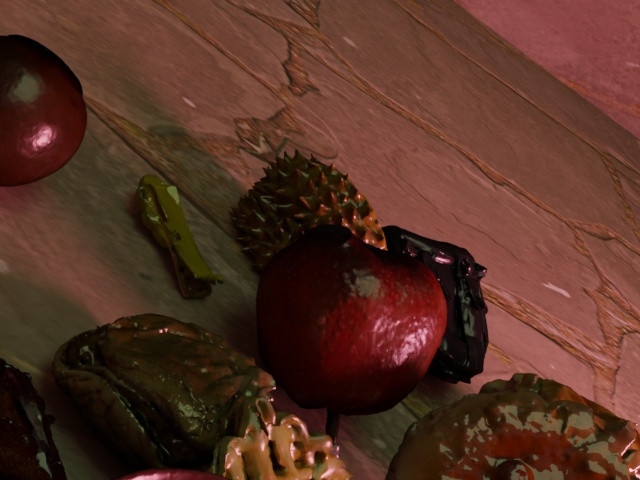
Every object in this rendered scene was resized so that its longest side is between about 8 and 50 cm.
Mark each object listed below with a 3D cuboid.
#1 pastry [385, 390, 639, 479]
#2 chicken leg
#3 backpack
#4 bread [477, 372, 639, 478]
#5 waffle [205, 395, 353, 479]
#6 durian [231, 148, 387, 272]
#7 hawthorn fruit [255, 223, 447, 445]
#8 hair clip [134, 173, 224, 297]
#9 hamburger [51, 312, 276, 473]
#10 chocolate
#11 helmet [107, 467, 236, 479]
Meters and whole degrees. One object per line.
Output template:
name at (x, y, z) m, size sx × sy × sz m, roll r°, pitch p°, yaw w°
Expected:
pastry at (0.208, 0.313, 1.357) m, size 0.330 × 0.136 × 0.329 m, roll 3°, pitch 67°, yaw -8°
chicken leg at (-0.257, 0.188, 1.113) m, size 0.093 × 0.053 × 0.205 m, roll 30°, pitch 30°, yaw -56°
backpack at (0.155, 0.094, 1.749) m, size 0.206 × 0.133 × 0.258 m, roll 21°, pitch 42°, yaw -33°
bread at (0.314, 0.305, 1.579) m, size 0.252 × 0.196 × 0.238 m, roll 23°, pitch 32°, yaw -31°
waffle at (-0.021, 0.313, 1.149) m, size 0.317 × 0.073 × 0.297 m, roll 42°, pitch 39°, yaw -35°
durian at (-0.002, -0.004, 1.635) m, size 0.260 × 0.186 × 0.154 m, roll 37°, pitch 18°, yaw 15°
hawthorn fruit at (0.029, 0.120, 1.448) m, size 0.230 × 0.210 × 0.266 m, roll 25°, pitch 65°, yaw -43°
hair clip at (-0.175, -0.008, 1.505) m, size 0.072 × 0.046 × 0.173 m, roll 5°, pitch 48°, yaw -56°
hamburger at (-0.159, 0.161, 1.228) m, size 0.206 × 0.130 × 0.183 m, roll 34°, pitch 21°, yaw 21°
chocolate at (-0.344, -0.131, 1.348) m, size 0.177 × 0.177 × 0.177 m, roll 33°, pitch 29°, yaw -21°
helmet at (-0.114, 0.369, 0.845) m, size 0.337 × 0.230 × 0.385 m, roll 36°, pitch 35°, yaw -15°
